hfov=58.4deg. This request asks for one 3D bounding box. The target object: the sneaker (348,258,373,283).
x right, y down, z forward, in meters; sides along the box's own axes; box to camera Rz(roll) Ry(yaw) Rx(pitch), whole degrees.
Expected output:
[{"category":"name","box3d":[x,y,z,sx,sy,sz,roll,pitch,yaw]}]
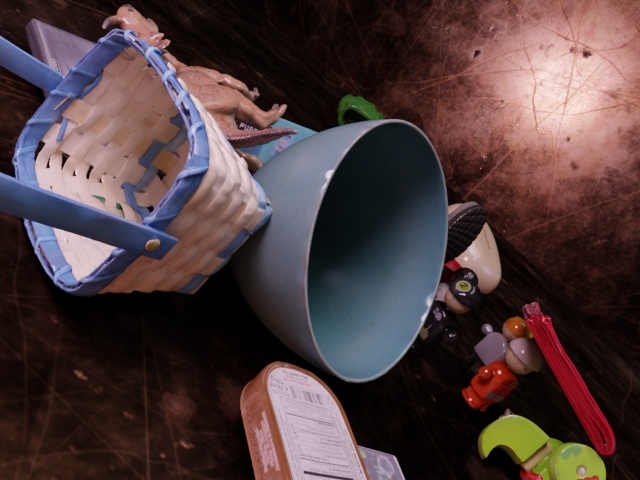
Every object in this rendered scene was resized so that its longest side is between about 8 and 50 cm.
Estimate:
[{"category":"sneaker","box3d":[0.008,-0.007,0.919,0.121,0.108,0.302,31,14,-24]}]

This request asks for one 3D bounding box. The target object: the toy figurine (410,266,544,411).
[{"category":"toy figurine","box3d":[0.263,0.153,0.974,0.213,0.148,0.209,43,19,7]}]

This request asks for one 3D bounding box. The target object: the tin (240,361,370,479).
[{"category":"tin","box3d":[-0.010,0.185,0.492,0.106,0.040,0.190,22,27,-34]}]

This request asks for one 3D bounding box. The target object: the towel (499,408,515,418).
[{"category":"towel","box3d":[0.348,0.350,0.909,0.152,0.023,0.113,43,21,-1]}]

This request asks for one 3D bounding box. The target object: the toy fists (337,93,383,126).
[{"category":"toy fists","box3d":[0.154,-0.267,1.488,0.279,0.096,0.142,39,31,-9]}]

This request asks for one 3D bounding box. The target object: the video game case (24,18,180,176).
[{"category":"video game case","box3d":[-0.261,-0.181,0.808,0.274,0.026,0.196,7,57,-60]}]

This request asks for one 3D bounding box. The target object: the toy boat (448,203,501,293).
[{"category":"toy boat","box3d":[0.316,-0.010,1.445,0.318,0.148,0.268,34,39,-28]}]

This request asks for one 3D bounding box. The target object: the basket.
[{"category":"basket","box3d":[-0.197,-0.074,0.496,0.289,0.201,0.255,37,14,-53]}]

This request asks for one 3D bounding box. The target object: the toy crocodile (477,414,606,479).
[{"category":"toy crocodile","box3d":[0.354,0.368,0.759,0.341,0.105,0.115,49,-11,8]}]

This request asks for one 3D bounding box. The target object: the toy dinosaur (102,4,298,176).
[{"category":"toy dinosaur","box3d":[-0.165,-0.174,0.729,0.200,0.127,0.295,21,15,-48]}]

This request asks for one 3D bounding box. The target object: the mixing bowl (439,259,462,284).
[{"category":"mixing bowl","box3d":[0.186,0.045,1.127,0.181,0.098,0.181,35,15,-11]}]

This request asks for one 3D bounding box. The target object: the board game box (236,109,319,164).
[{"category":"board game box","box3d":[-0.048,-0.159,0.994,0.336,0.079,0.253,28,9,35]}]

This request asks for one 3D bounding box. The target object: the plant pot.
[{"category":"plant pot","box3d":[0.000,0.000,0.688,0.195,0.291,0.290,11,-1,36]}]

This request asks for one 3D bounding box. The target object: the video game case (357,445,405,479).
[{"category":"video game case","box3d":[0.038,0.260,0.504,0.173,0.022,0.190,28,23,-33]}]

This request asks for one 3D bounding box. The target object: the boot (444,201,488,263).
[{"category":"boot","box3d":[0.155,-0.016,0.996,0.083,0.246,0.161,22,31,-44]}]

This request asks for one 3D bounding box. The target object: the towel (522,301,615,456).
[{"category":"towel","box3d":[0.362,0.188,0.853,0.199,0.031,0.275,64,15,10]}]
